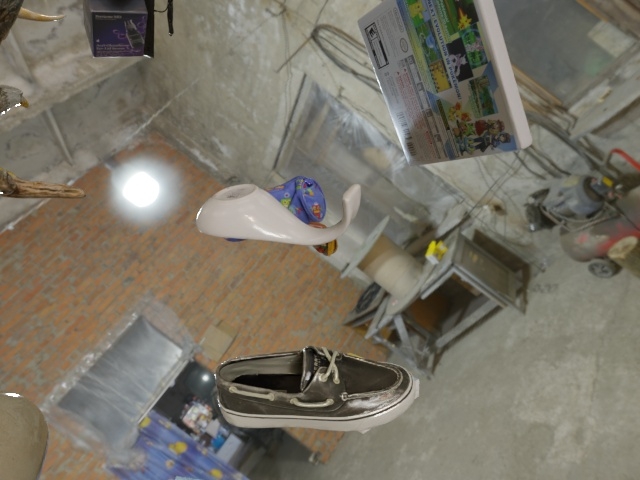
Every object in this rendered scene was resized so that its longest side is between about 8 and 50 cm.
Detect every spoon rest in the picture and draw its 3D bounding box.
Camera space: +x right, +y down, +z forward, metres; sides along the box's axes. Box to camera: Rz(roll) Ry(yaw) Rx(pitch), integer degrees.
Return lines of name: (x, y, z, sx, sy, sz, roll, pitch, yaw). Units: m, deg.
spoon rest: (-0.070, -0.039, 0.675, 0.137, 0.276, 0.084, -50, -45, -52)

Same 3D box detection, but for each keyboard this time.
keyboard: (-0.601, -0.812, 1.522, 0.033, 0.201, 0.318, -86, 9, -59)

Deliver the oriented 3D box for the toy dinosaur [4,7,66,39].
toy dinosaur: (-0.467, -0.331, 0.607, 0.093, 0.183, 0.053, -53, 15, 32)

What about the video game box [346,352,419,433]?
video game box: (0.075, 0.317, 0.932, 0.187, 0.048, 0.205, -14, 15, -42)

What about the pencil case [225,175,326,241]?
pencil case: (-0.140, -0.082, 1.149, 0.305, 0.133, 0.119, -12, 16, 23)

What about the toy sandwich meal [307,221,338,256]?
toy sandwich meal: (0.000, 0.000, 0.924, 0.029, 0.085, 0.086, -44, -6, -42)

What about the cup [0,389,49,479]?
cup: (-0.644, 0.405, 0.772, 0.331, 0.331, 0.237, -53, 1, 12)

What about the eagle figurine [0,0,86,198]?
eagle figurine: (-0.400, -0.193, 0.474, 0.225, 0.226, 0.299, 20, 114, 57)

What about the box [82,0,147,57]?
box: (-0.608, -0.650, 1.280, 0.153, 0.108, 0.207, -15, -7, -27)

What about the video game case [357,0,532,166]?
video game case: (0.216, -0.309, 0.812, 0.036, 0.329, 0.300, -30, 16, -22)

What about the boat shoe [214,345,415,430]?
boat shoe: (-0.003, 0.155, 0.468, 0.078, 0.219, 0.070, -99, 5, -57)

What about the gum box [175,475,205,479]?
gum box: (-0.298, 0.678, 1.041, 0.184, 0.156, 0.041, -87, 10, -57)
